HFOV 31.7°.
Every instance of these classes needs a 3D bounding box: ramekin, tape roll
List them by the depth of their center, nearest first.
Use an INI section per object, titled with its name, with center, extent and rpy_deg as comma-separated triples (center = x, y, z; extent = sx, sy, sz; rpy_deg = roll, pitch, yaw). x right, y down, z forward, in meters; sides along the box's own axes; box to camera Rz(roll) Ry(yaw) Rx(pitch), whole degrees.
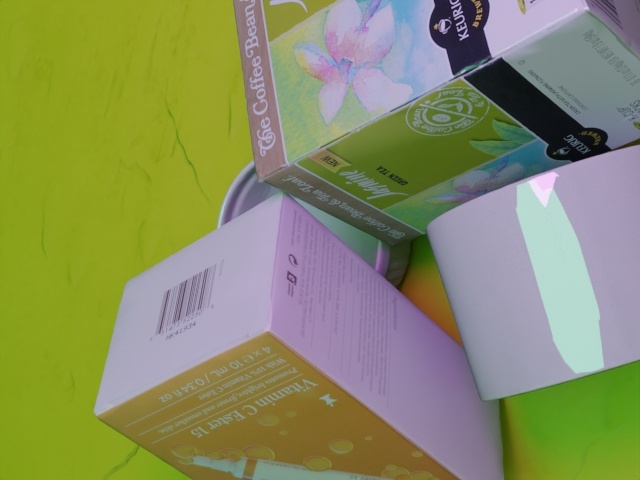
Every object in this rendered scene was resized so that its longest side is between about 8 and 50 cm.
[tape roll]
center = 0.234, 0.031, 1.009
extent = 0.246, 0.246, 0.169
rpy_deg = -21, 81, 30
[ramekin]
center = 0.000, 0.000, 1.224
extent = 0.207, 0.109, 0.207
rpy_deg = 2, 94, 30

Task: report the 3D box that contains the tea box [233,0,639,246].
[tea box]
center = 0.108, -0.220, 1.034
extent = 0.324, 0.220, 0.329
rpy_deg = -27, 58, 30

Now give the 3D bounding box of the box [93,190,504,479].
[box]
center = -0.007, 0.150, 1.086
extent = 0.215, 0.345, 0.168
rpy_deg = -29, 37, 30
